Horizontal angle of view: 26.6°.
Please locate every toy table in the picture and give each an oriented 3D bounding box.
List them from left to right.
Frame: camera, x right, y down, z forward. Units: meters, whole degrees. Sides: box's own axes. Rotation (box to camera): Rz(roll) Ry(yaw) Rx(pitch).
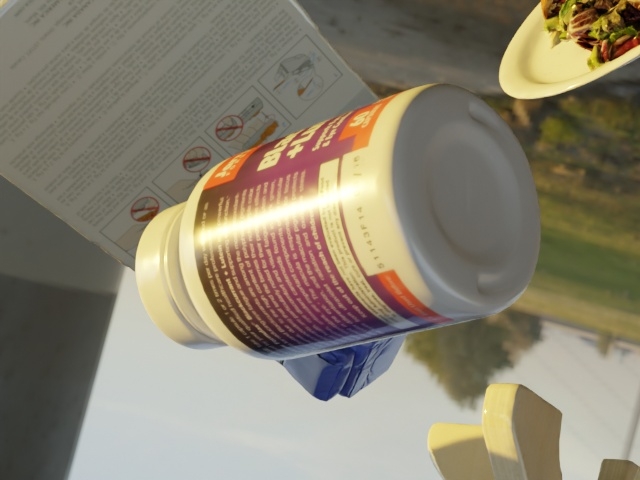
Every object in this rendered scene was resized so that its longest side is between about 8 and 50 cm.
[{"bbox_3d":[0.179,0.216,0.965,0.274,0.161,0.252,4,159,28],"label":"toy table"}]

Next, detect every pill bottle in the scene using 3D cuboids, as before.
[{"bbox_3d":[0.000,0.000,0.658,0.193,0.108,0.108,-17,157,42],"label":"pill bottle"}]

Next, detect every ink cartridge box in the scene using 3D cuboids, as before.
[{"bbox_3d":[-0.160,-0.152,1.285,0.385,0.308,0.091,42,-173,-46],"label":"ink cartridge box"}]

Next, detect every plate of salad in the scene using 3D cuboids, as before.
[{"bbox_3d":[0.186,-0.163,0.829,0.048,0.200,0.200,48,167,-20],"label":"plate of salad"}]

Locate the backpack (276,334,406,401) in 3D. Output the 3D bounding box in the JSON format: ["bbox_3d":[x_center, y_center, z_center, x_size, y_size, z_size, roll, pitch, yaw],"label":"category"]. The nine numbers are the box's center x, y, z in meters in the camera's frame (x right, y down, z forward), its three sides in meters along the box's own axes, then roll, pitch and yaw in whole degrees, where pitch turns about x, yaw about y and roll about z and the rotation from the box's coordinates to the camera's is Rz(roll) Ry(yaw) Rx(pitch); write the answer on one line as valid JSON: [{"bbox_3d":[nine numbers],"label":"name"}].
[{"bbox_3d":[0.000,0.058,1.088,0.120,0.098,0.101,44,-133,18],"label":"backpack"}]
